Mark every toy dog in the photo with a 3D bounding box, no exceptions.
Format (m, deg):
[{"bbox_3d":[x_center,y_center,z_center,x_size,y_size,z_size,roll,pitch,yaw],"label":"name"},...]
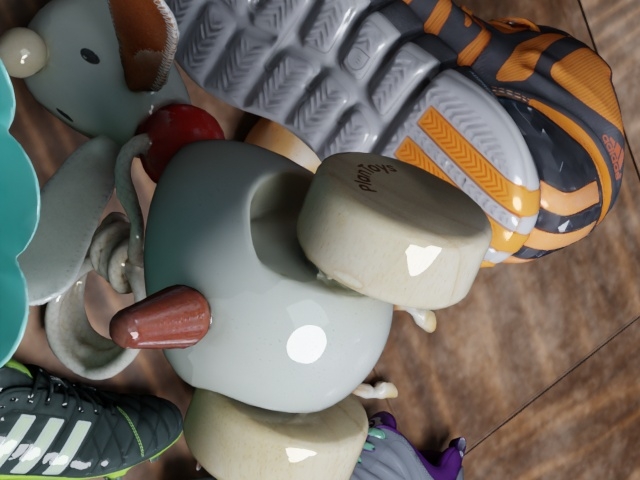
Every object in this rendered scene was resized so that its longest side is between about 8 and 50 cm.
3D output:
[{"bbox_3d":[-0.082,-0.013,0.846,0.161,0.333,0.220,6,99,-42],"label":"toy dog"}]

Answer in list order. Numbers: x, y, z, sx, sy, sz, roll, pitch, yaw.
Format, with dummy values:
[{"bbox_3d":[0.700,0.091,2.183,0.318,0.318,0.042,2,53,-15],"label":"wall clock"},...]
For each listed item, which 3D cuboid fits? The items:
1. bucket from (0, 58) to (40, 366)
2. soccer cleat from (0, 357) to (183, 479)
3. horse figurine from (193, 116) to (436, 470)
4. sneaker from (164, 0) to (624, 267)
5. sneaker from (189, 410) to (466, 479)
[{"bbox_3d":[-0.281,-0.019,0.803,0.281,0.183,0.281,-6,101,-34],"label":"bucket"},{"bbox_3d":[-0.153,0.095,0.979,0.179,0.060,0.072,-5,111,-31],"label":"soccer cleat"},{"bbox_3d":[0.000,0.000,1.070,0.174,0.066,0.263,4,96,-40],"label":"horse figurine"},{"bbox_3d":[0.036,-0.108,0.991,0.180,0.321,0.124,-9,145,-54],"label":"sneaker"},{"bbox_3d":[0.003,0.147,1.100,0.223,0.083,0.098,18,67,-40],"label":"sneaker"}]
